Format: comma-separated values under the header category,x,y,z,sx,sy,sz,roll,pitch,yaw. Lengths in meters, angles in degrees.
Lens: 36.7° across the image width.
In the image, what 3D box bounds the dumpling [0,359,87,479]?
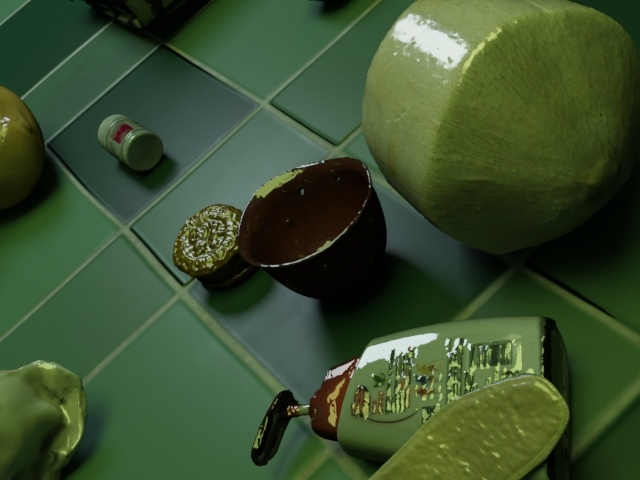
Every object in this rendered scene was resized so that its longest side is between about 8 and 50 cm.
category,x,y,z,sx,sy,sz,roll,pitch,yaw
dumpling,-0.353,0.223,1.008,0.250,0.162,0.132,-31,4,-11

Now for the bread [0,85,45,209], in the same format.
category,x,y,z,sx,sy,sz,roll,pitch,yaw
bread,-0.466,-0.136,1.428,0.147,0.098,0.217,-58,37,18

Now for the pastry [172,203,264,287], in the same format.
category,x,y,z,sx,sy,sz,roll,pitch,yaw
pastry,-0.114,0.007,1.106,0.109,0.057,0.097,-31,47,8

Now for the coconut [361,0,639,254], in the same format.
category,x,y,z,sx,sy,sz,roll,pitch,yaw
coconut,0.173,-0.110,0.888,0.237,0.237,0.266,-42,40,-7

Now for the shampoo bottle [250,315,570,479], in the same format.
category,x,y,z,sx,sy,sz,roll,pitch,yaw
shampoo bottle,0.073,0.148,0.841,0.284,0.071,0.153,-10,56,29

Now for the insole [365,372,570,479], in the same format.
category,x,y,z,sx,sy,sz,roll,pitch,yaw
insole,0.091,0.187,0.766,0.248,0.011,0.081,-43,63,21

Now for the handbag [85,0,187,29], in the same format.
category,x,y,z,sx,sy,sz,roll,pitch,yaw
handbag,-0.271,-0.507,1.610,0.325,0.162,0.327,-44,36,-13

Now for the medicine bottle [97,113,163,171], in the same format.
category,x,y,z,sx,sy,sz,roll,pitch,yaw
medicine bottle,-0.262,-0.135,1.330,0.058,0.058,0.091,-46,42,-12

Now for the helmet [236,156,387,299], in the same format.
category,x,y,z,sx,sy,sz,roll,pitch,yaw
helmet,0.000,0.000,0.997,0.175,0.106,0.155,17,59,48
